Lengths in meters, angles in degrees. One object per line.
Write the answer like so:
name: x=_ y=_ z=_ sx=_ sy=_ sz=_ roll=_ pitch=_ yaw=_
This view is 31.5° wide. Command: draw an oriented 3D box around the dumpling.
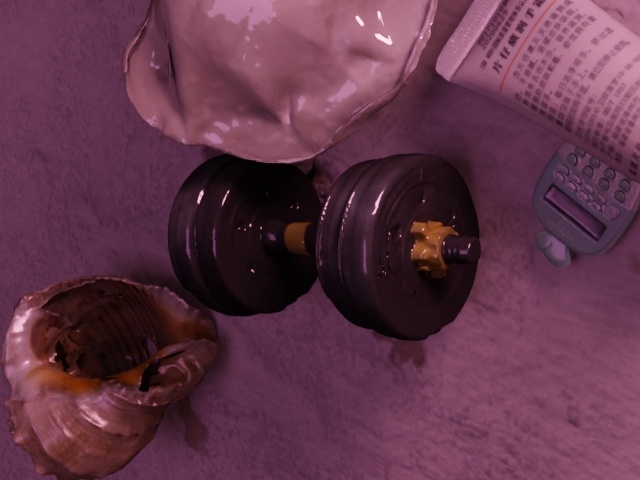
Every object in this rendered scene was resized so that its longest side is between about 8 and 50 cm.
dumpling: x=-0.035 y=-0.213 z=1.105 sx=0.260 sy=0.341 sz=0.181 roll=58 pitch=176 yaw=18

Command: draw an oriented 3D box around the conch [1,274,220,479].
conch: x=-0.287 y=0.168 z=1.511 sx=0.324 sy=0.186 sz=0.263 roll=-26 pitch=93 yaw=1

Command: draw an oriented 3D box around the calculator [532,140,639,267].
calculator: x=0.244 y=-0.041 z=1.036 sx=0.095 sy=0.021 sz=0.153 roll=43 pitch=129 yaw=24

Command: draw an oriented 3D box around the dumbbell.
dumbbell: x=0.000 y=0.000 z=1.169 sx=0.388 sy=0.185 sz=0.185 roll=5 pitch=108 yaw=43

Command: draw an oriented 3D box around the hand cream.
hand cream: x=0.234 y=-0.124 z=0.964 sx=0.314 sy=0.089 sz=0.140 roll=43 pitch=109 yaw=27
